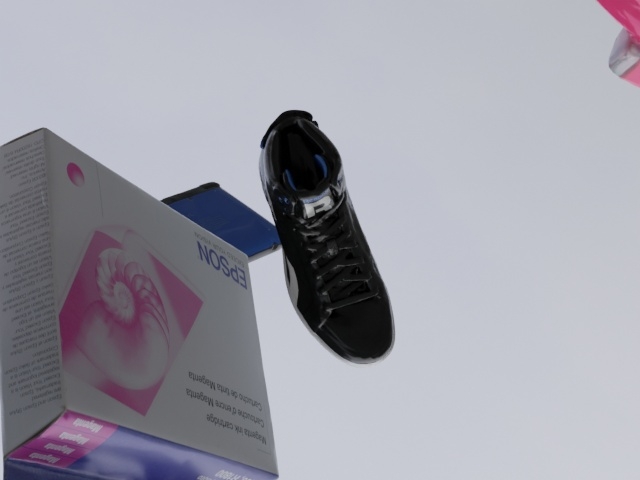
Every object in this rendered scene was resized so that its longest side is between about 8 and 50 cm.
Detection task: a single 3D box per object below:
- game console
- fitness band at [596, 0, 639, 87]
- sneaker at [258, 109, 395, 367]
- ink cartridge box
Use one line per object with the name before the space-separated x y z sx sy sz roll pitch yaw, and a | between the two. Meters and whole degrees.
game console | -0.243 0.038 1.490 0.250 0.173 0.293 35 -141 29
fitness band | 0.240 -0.146 0.489 0.290 0.054 0.209 22 -110 -7
sneaker | 0.000 0.000 0.816 0.079 0.121 0.217 -23 -99 -5
ink cartridge box | -0.142 0.113 0.861 0.324 0.071 0.330 37 -144 -58
